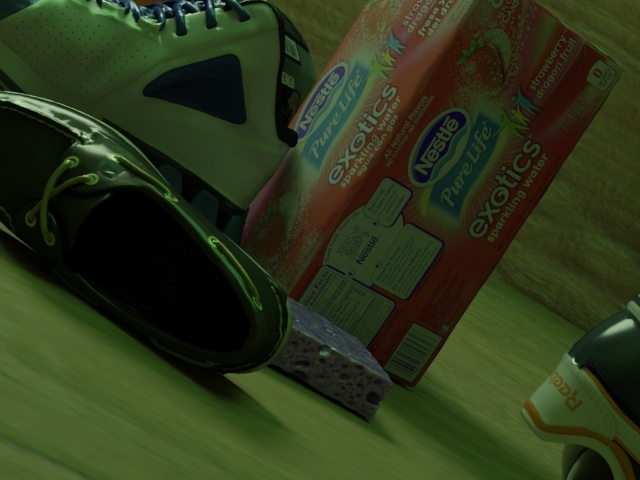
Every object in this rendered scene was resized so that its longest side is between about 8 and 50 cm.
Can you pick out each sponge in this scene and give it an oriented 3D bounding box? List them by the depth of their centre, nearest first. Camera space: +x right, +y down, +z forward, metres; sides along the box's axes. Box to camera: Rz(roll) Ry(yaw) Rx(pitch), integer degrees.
[{"bbox_3d":[-0.057,0.039,0.976,0.210,0.031,0.117,30,6,-18],"label":"sponge"}]

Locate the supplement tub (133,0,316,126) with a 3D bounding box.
[{"bbox_3d":[-0.133,-0.153,1.367,0.207,0.207,0.338,33,5,11],"label":"supplement tub"}]

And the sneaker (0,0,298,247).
[{"bbox_3d":[-0.132,-0.140,1.121,0.315,0.182,0.127,42,-5,-24],"label":"sneaker"}]

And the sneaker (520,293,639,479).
[{"bbox_3d":[0.233,0.180,0.960,0.321,0.127,0.126,57,1,-22],"label":"sneaker"}]

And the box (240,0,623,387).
[{"bbox_3d":[0.069,-0.062,1.177,0.154,0.300,0.142,28,8,-33],"label":"box"}]

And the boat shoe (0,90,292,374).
[{"bbox_3d":[-0.113,-0.011,0.817,0.227,0.081,0.068,35,1,7],"label":"boat shoe"}]
